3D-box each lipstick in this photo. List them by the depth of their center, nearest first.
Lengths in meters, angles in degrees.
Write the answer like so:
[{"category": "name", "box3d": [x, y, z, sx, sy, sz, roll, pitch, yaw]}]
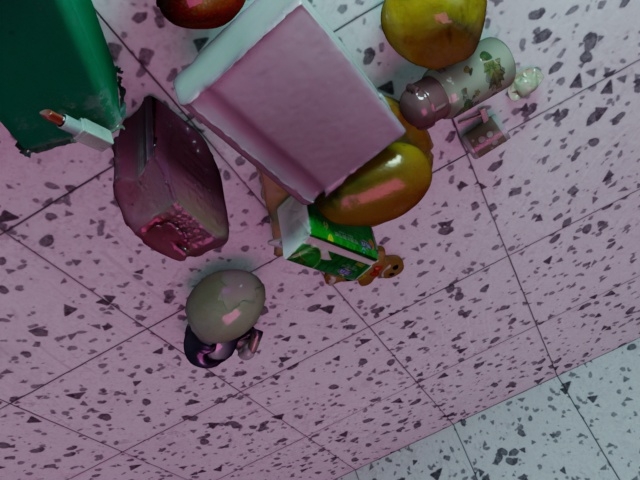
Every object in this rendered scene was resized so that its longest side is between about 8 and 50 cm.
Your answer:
[{"category": "lipstick", "box3d": [-0.392, -0.180, 0.975, 0.030, 0.030, 0.129, -30, 156, 19]}]

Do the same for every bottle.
[{"category": "bottle", "box3d": [0.279, -0.322, 1.277, 0.253, 0.120, 0.120, -31, 140, -15]}]

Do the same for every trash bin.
[{"category": "trash bin", "box3d": [-0.455, -0.332, 0.935, 0.259, 0.295, 0.381, -16, 144, -3]}]

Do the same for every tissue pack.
[{"category": "tissue pack", "box3d": [0.001, 0.002, 1.401, 0.209, 0.148, 0.156, 21, 131, -37]}]

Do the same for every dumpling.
[{"category": "dumpling", "box3d": [0.473, -0.365, 1.417, 0.052, 0.057, 0.076, -35, 180, -40]}]

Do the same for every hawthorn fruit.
[{"category": "hawthorn fruit", "box3d": [-0.190, -0.440, 1.007, 0.188, 0.169, 0.169, -24, 139, -11]}]

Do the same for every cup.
[{"category": "cup", "box3d": [0.391, -0.256, 1.469, 0.099, 0.074, 0.102, -34, 136, 16]}]

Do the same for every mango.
[{"category": "mango", "box3d": [0.118, -0.111, 1.314, 0.254, 0.139, 0.175, -25, 134, 8]}]

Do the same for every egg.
[{"category": "egg", "box3d": [-0.240, 0.165, 1.597, 0.217, 0.183, 0.183, -28, 137, 9]}]

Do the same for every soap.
[{"category": "soap", "box3d": [-0.292, -0.111, 1.185, 0.127, 0.325, 0.220, -33, 134, 20]}]

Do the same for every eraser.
[{"category": "eraser", "box3d": [-0.045, -0.252, 1.129, 0.272, 0.122, 0.359, -38, 136, 15]}]

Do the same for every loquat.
[{"category": "loquat", "box3d": [0.218, -0.423, 1.161, 0.187, 0.176, 0.234, 0, 169, 41]}]

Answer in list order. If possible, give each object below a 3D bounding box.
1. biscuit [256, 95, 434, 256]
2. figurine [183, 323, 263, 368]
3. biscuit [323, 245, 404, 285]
[{"category": "biscuit", "box3d": [0.046, -0.164, 1.419, 0.446, 0.104, 0.429, -17, 139, 1]}, {"category": "figurine", "box3d": [-0.290, 0.298, 1.756, 0.222, 0.145, 0.145, 12, 129, -32]}, {"category": "biscuit", "box3d": [0.134, 0.081, 1.758, 0.240, 0.035, 0.158, 0, 137, -20]}]
